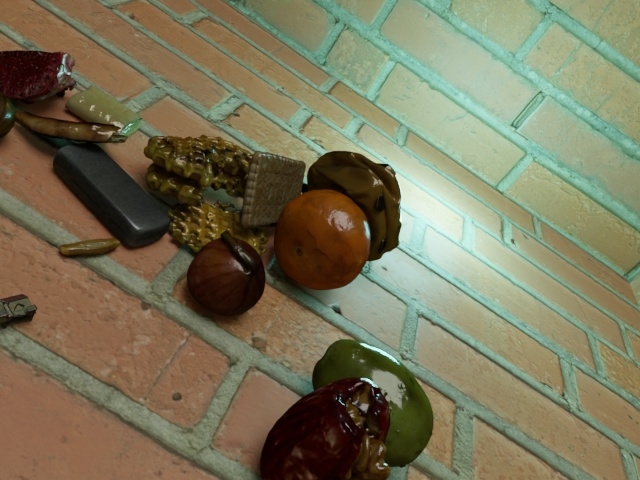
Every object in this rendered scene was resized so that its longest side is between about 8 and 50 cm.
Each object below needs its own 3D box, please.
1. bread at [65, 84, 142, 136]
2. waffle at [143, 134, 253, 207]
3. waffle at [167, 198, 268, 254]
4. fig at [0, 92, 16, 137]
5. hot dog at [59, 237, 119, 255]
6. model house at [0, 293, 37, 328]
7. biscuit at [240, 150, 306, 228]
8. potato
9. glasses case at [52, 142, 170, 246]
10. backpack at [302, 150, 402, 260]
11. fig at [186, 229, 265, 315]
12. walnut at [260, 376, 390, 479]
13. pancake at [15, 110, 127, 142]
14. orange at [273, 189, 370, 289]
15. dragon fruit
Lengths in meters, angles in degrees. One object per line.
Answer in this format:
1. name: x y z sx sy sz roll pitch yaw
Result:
1. bread: -0.628 -0.372 1.642 0.178 0.060 0.139 33 33 -6
2. waffle: -0.326 -0.201 1.578 0.261 0.151 0.324 32 22 24
3. waffle: -0.276 -0.027 1.539 0.262 0.060 0.280 44 33 11
4. fig: -0.785 -0.254 1.312 0.124 0.124 0.236 11 52 -34
5. hot dog: -0.523 0.017 1.282 0.044 0.028 0.137 25 21 33
6. model house: -0.588 0.127 1.058 0.083 0.057 0.058 -16 64 -49
7. biscuit: -0.133 -0.141 1.636 0.044 0.217 0.325 12 7 21
8. potato: 0.117 0.365 1.281 0.304 0.216 0.216 41 32 22
9. glasses case: -0.523 -0.119 1.408 0.323 0.074 0.131 44 33 11
10. backpack: 0.092 -0.104 1.752 0.201 0.354 0.378 -23 30 -29
11. fig: -0.215 0.078 1.341 0.205 0.205 0.205 24 35 -18
12. walnut: 0.023 0.409 1.082 0.221 0.269 0.244 10 38 -39
13. pancake: -0.632 -0.288 1.456 0.257 0.056 0.212 -6 21 -42
14. orange: 0.000 0.000 1.559 0.284 0.284 0.226 46 29 14
15. dragon fruit: -0.759 -0.439 1.538 0.262 0.134 0.211 5 12 16
